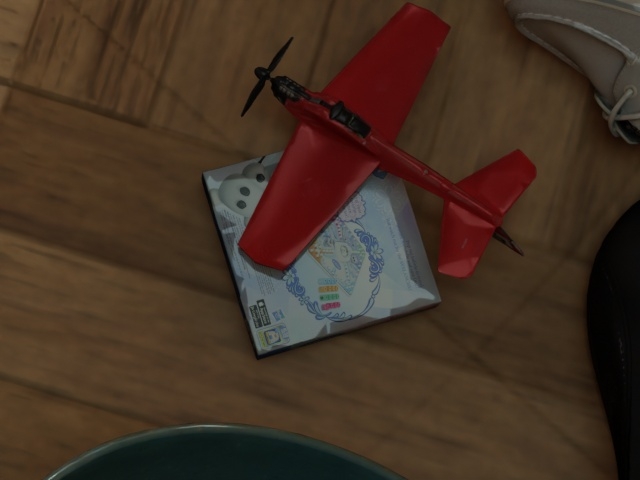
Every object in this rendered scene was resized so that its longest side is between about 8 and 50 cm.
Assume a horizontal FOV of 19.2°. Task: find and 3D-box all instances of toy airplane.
[{"bbox_3d":[0.032,-0.036,0.866,0.151,0.028,0.151,2,77,-7],"label":"toy airplane"}]

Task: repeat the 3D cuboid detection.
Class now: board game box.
[{"bbox_3d":[0.000,0.000,0.881,0.090,0.020,0.090,-16,81,-8],"label":"board game box"}]

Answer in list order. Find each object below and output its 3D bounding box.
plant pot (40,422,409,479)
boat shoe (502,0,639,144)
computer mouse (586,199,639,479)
[{"bbox_3d":[-0.041,0.244,0.723,0.290,0.195,0.290,22,40,-19],"label":"plant pot"},{"bbox_3d":[0.165,-0.071,0.892,0.184,0.066,0.063,24,77,-10],"label":"boat shoe"},{"bbox_3d":[0.201,0.098,0.854,0.188,0.072,0.272,-10,80,-6],"label":"computer mouse"}]
